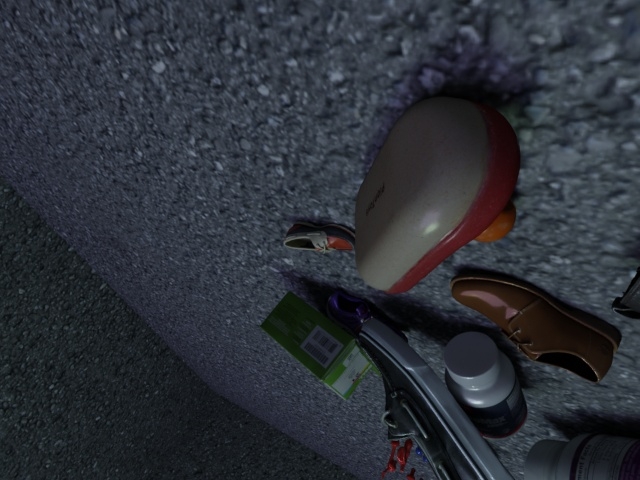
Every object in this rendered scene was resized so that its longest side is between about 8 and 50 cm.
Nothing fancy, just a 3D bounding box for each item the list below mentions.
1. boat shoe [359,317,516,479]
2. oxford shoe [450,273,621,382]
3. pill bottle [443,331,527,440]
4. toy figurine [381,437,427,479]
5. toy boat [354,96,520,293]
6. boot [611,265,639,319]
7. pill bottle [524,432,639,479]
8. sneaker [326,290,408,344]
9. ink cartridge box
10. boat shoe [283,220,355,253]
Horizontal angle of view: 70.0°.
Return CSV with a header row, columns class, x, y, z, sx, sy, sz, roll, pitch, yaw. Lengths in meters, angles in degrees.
class,x,y,z,sx,sy,sz,roll,pitch,yaw
boat shoe,0.153,0.277,0.722,0.335,0.119,0.121,51,173,25
oxford shoe,0.260,0.107,0.582,0.212,0.076,0.076,25,152,23
pill bottle,0.260,0.231,0.734,0.107,0.108,0.180,6,140,42
toy figurine,0.338,0.572,1.096,0.217,0.191,0.363,-6,133,44
toy boat,0.131,-0.035,0.472,0.151,0.151,0.231,7,154,-11
boot,0.369,0.023,0.319,0.229,0.091,0.263,37,138,26
pill bottle,0.466,0.379,0.670,0.169,0.169,0.301,42,151,-12
sneaker,0.085,0.153,0.853,0.169,0.068,0.071,28,145,14
ink cartridge box,0.018,0.237,0.939,0.188,0.097,0.255,31,164,39
boat shoe,0.000,0.000,0.733,0.136,0.043,0.049,10,141,36
